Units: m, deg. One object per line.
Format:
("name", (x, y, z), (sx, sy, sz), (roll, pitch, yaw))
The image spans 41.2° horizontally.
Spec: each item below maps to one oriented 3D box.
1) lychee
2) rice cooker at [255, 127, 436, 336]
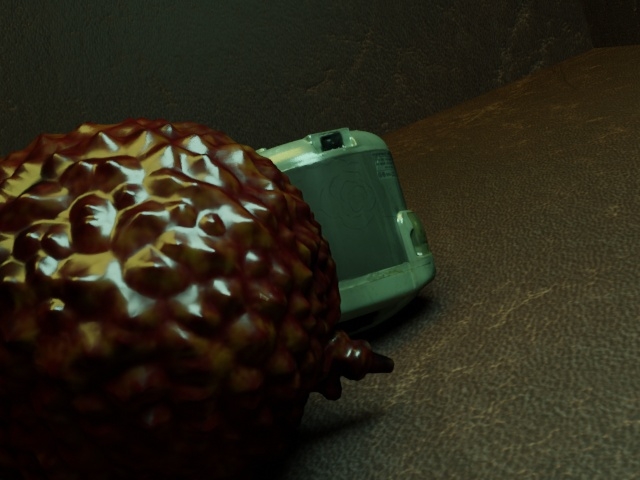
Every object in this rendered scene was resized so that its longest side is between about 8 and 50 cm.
("lychee", (-0.164, 0.083, 0.885), (0.499, 0.425, 0.424), (8, 14, -2))
("rice cooker", (0.001, 0.003, 1.205), (0.288, 0.277, 0.288), (-18, -3, -1))
